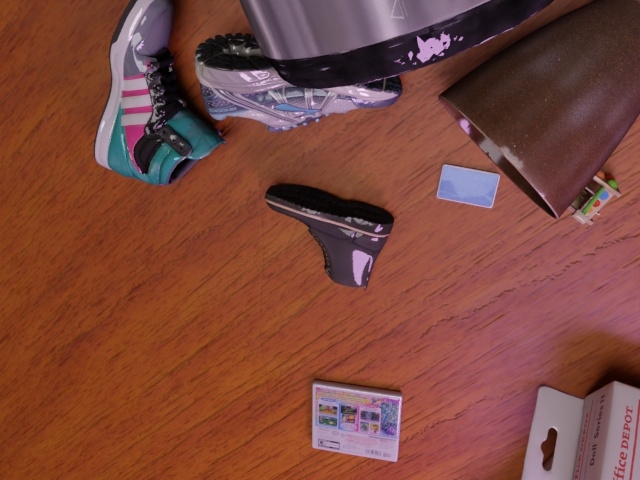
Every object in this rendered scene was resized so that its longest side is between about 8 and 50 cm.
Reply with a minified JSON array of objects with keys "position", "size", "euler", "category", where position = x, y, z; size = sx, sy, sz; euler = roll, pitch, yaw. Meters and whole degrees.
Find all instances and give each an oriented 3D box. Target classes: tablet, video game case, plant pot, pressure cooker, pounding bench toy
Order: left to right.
[{"position":[0.063,0.320,1.193],"size":[0.157,0.019,0.143],"euler":[6,114,12],"category":"video game case"},{"position":[0.039,-0.405,0.657],"size":[0.370,0.376,0.420],"euler":[15,136,51],"category":"pressure cooker"},{"position":[0.216,-0.080,0.988],"size":[0.083,0.006,0.054],"euler":[12,116,9],"category":"tablet"},{"position":[0.304,-0.181,0.828],"size":[0.230,0.215,0.215],"euler":[-43,98,12],"category":"plant pot"},{"position":[0.370,-0.062,0.915],"size":[0.052,0.083,0.065],"euler":[36,117,-3],"category":"pounding bench toy"}]

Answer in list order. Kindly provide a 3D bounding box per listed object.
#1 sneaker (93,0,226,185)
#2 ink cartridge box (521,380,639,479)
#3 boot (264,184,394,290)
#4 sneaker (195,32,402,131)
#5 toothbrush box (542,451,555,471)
[{"position":[-0.216,-0.196,0.974],"size":[0.179,0.124,0.295],"euler":[28,124,6],"category":"sneaker"},{"position":[0.492,0.344,0.985],"size":[0.354,0.207,0.119],"euler":[18,154,5],"category":"ink cartridge box"},{"position":[0.000,0.000,1.042],"size":[0.198,0.077,0.137],"euler":[18,121,6],"category":"boot"},{"position":[-0.030,-0.213,0.940],"size":[0.283,0.110,0.122],"euler":[4,141,-6],"category":"sneaker"},{"position":[0.474,0.517,1.121],"size":[0.296,0.126,0.216],"euler":[28,117,-1],"category":"toothbrush box"}]
